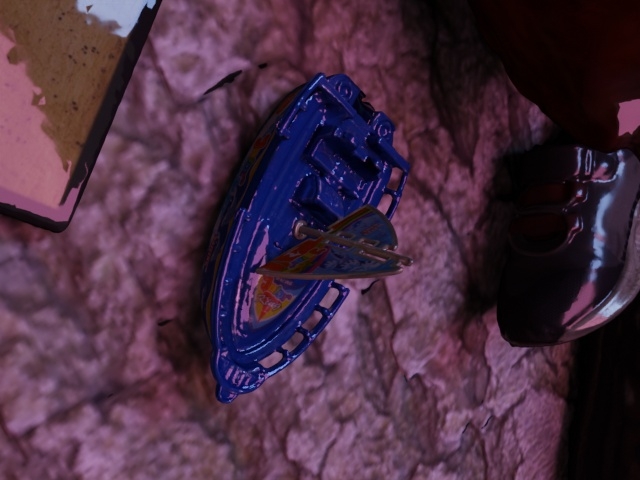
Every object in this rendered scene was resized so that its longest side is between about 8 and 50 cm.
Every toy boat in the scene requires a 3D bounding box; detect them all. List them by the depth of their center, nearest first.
[{"bbox_3d":[0.000,0.000,0.339,0.091,0.110,0.175,39,73,-36],"label":"toy boat"}]

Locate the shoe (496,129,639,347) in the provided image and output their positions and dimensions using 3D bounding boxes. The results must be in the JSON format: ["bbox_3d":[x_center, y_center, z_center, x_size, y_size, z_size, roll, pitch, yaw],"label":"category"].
[{"bbox_3d":[0.177,-0.031,0.502,0.227,0.099,0.112,-47,115,-31],"label":"shoe"}]

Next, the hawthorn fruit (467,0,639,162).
[{"bbox_3d":[0.205,-0.224,0.375,0.308,0.308,0.325,-12,138,-39],"label":"hawthorn fruit"}]

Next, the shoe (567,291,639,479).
[{"bbox_3d":[0.334,0.136,0.553,0.171,0.237,0.384,2,93,-40],"label":"shoe"}]

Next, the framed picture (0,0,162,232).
[{"bbox_3d":[-0.187,-0.178,0.222,0.338,0.014,0.256,28,77,-39],"label":"framed picture"}]
